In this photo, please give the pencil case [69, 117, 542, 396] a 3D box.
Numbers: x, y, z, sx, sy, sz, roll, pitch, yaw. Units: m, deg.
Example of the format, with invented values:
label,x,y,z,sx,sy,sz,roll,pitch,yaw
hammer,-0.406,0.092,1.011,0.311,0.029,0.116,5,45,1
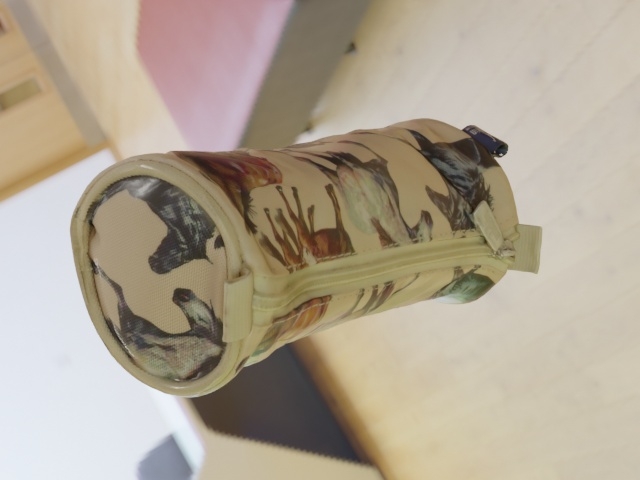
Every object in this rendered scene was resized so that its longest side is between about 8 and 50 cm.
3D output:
label,x,y,z,sx,sy,sz,roll,pitch,yaw
pencil case,0.000,0.000,1.050,0.183,0.410,0.160,6,101,34
